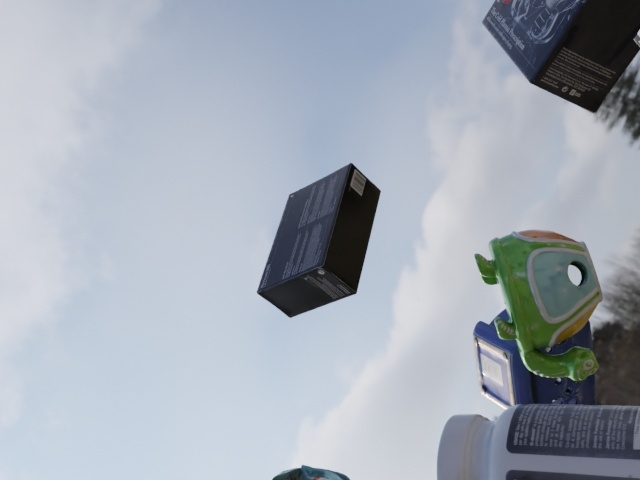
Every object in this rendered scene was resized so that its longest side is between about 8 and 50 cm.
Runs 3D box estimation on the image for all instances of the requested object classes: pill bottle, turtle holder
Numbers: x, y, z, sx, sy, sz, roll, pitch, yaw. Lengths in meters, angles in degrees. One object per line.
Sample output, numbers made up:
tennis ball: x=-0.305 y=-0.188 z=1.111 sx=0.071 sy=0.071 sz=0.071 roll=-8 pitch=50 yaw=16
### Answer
pill bottle: x=0.286 y=0.268 z=0.940 sx=0.162 sy=0.279 sz=0.162 roll=14 pitch=-106 yaw=-59
turtle holder: x=0.473 y=0.126 z=1.739 sx=0.243 sy=0.228 sz=0.320 roll=57 pitch=-161 yaw=-57

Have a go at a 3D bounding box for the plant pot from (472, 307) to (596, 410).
plant pot: x=0.506 y=0.293 z=2.000 sx=0.212 sy=0.236 sz=0.235 roll=-15 pitch=-74 yaw=-18

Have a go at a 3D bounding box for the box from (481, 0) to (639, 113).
box: x=0.535 y=-0.498 z=1.725 sx=0.179 sy=0.343 sz=0.312 roll=19 pitch=-60 yaw=-22

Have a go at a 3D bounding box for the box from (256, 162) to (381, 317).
box: x=0.000 y=0.000 z=1.605 sx=0.103 sy=0.184 sz=0.261 roll=42 pitch=-134 yaw=-29

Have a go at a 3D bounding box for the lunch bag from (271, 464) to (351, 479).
lunch bag: x=-0.010 y=0.484 z=1.284 sx=0.262 sy=0.160 sz=0.223 roll=161 pitch=102 yaw=-79

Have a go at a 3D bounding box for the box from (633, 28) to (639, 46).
box: x=0.498 y=-0.314 z=1.072 sx=0.058 sy=0.087 sz=0.232 roll=-26 pitch=-19 yaw=-14
